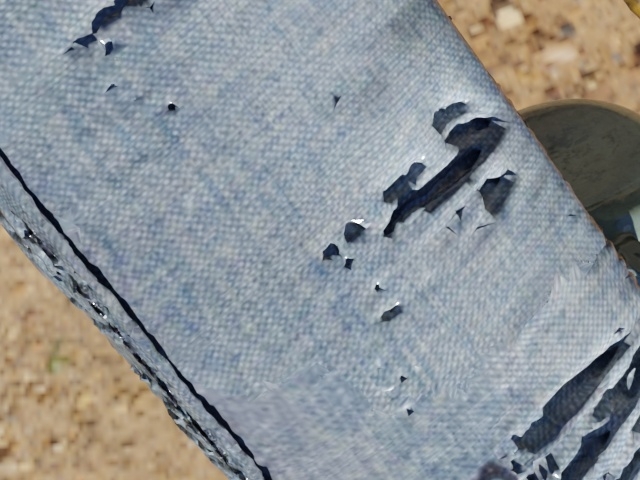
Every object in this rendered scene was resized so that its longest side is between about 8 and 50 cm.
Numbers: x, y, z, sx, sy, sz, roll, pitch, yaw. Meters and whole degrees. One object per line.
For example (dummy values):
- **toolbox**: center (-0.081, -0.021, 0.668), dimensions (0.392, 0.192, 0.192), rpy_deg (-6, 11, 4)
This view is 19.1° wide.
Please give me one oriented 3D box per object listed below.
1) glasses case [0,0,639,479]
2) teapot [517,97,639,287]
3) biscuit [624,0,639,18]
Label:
- **glasses case**: center (0.000, 0.000, 0.448), dimensions (0.109, 0.067, 0.282), rpy_deg (-42, 111, -12)
- **teapot**: center (0.177, -0.011, 1.376), dimensions (0.193, 0.294, 0.129), rpy_deg (-28, 129, -10)
- **biscuit**: center (0.224, -0.156, 0.990), dimensions (0.299, 0.154, 0.045), rpy_deg (38, 156, 3)
